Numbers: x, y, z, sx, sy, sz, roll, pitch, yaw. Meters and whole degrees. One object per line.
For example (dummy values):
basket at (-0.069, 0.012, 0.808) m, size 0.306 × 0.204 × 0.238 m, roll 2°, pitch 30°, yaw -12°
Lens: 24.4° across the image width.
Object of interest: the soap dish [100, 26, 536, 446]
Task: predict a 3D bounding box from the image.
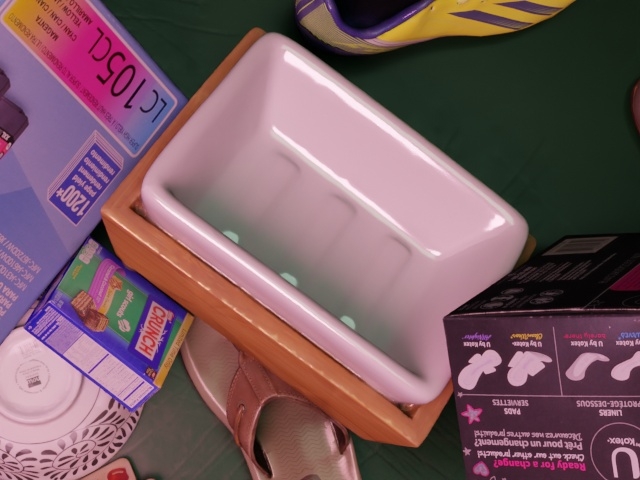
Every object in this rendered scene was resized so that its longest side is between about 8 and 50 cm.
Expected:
soap dish at (0.000, 0.000, 1.151) m, size 0.291 × 0.118 × 0.229 m, roll 37°, pitch 54°, yaw -3°

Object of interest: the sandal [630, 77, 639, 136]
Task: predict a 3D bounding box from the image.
sandal at (0.344, -0.055, 1.268) m, size 0.090 × 0.060 × 0.219 m, roll -27°, pitch 88°, yaw -10°

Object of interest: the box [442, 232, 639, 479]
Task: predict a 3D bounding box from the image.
box at (0.218, 0.087, 1.105) m, size 0.163 × 0.247 × 0.142 m, roll -4°, pitch 101°, yaw 31°

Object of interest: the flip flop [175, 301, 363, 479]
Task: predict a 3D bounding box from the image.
flip flop at (-0.029, 0.149, 1.183) m, size 0.112 × 0.080 × 0.277 m, roll -20°, pitch 86°, yaw -10°

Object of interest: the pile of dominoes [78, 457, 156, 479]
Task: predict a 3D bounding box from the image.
pile of dominoes at (-0.148, 0.279, 1.107) m, size 0.251 × 0.040 × 0.196 m, roll 31°, pitch 73°, yaw 29°

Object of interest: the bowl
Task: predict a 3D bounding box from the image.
bowl at (-0.220, 0.106, 1.156) m, size 0.170 × 0.080 × 0.170 m, roll 1°, pitch 82°, yaw -6°

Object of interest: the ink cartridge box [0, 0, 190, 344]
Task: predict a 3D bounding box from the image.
ink cartridge box at (-0.316, -0.043, 1.062) m, size 0.151 × 0.270 × 0.395 m, roll 31°, pitch 78°, yaw 40°

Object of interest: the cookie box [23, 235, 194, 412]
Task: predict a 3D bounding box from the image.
cookie box at (-0.159, 0.063, 1.132) m, size 0.107 × 0.092 × 0.040 m, roll 40°, pitch 124°, yaw -13°

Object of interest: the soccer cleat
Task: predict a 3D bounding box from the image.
soccer cleat at (0.119, -0.216, 1.222) m, size 0.289 × 0.121 × 0.093 m, roll -16°, pitch 86°, yaw -10°
